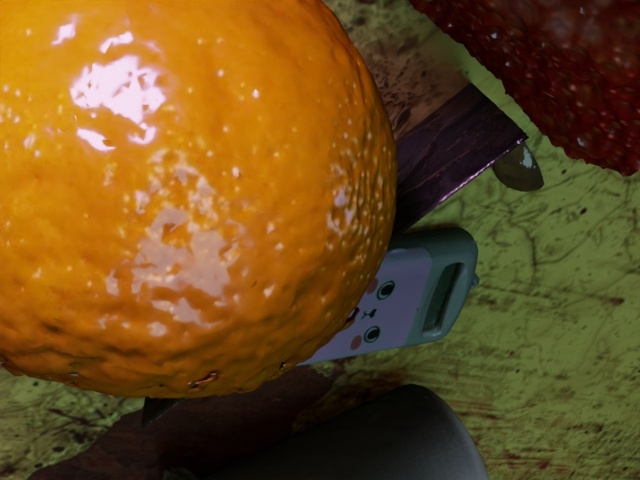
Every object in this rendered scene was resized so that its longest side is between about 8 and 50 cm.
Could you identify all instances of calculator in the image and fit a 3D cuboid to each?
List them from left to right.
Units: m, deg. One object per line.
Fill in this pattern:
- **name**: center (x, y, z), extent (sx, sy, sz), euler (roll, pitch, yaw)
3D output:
- **calculator**: center (0.051, 0.054, 1.326), extent (0.246, 0.045, 0.141), euler (-7, 133, -28)

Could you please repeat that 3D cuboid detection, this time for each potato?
- **potato**: center (0.190, -0.066, 1.301), extent (0.037, 0.036, 0.093), euler (-36, 140, -1)

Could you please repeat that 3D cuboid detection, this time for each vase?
- **vase**: center (0.013, 0.278, 1.402), extent (0.291, 0.245, 0.245), euler (-26, 139, -20)

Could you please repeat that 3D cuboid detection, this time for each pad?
- **pad**: center (0.000, 0.000, 1.122), extent (0.367, 0.247, 0.007), euler (-37, 105, 6)

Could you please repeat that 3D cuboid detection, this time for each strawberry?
- **strawberry**: center (0.227, -0.191, 1.034), extent (0.351, 0.312, 0.267), euler (18, 99, -21)

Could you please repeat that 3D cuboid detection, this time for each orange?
- **orange**: center (-0.115, -0.059, 0.907), extent (0.341, 0.340, 0.293), euler (-4, 108, -29)
